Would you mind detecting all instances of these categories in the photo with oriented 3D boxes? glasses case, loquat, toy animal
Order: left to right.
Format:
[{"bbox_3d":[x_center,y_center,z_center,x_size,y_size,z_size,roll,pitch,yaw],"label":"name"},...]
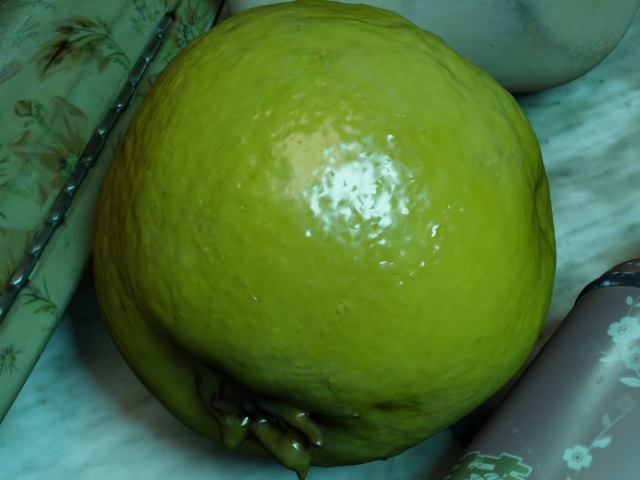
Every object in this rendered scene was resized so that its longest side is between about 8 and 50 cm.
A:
[{"bbox_3d":[-0.165,-0.024,0.611,0.156,0.098,0.425,-12,44,40],"label":"glasses case"},{"bbox_3d":[0.000,0.000,0.536,0.208,0.208,0.208,-2,53,3],"label":"loquat"},{"bbox_3d":[0.064,-0.145,0.657,0.250,0.166,0.154,-12,34,-23],"label":"toy animal"}]

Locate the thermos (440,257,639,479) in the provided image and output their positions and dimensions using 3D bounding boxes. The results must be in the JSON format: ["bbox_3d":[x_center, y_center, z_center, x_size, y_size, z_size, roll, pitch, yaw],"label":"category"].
[{"bbox_3d":[0.121,0.095,0.496,0.109,0.136,0.330,40,64,5],"label":"thermos"}]
